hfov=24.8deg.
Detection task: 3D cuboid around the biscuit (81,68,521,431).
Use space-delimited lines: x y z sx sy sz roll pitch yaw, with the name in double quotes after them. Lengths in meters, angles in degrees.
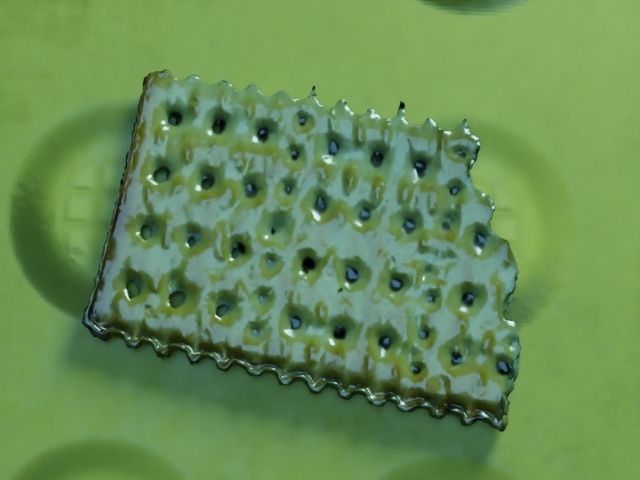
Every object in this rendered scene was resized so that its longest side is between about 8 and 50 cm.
0.000 0.000 0.682 0.203 0.016 0.144 11 82 3 "biscuit"
